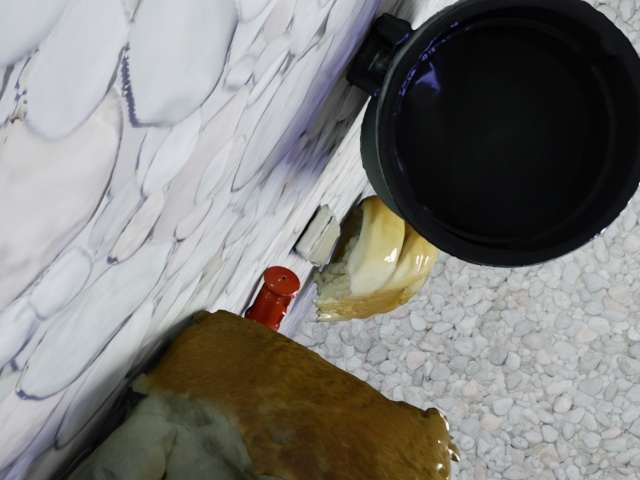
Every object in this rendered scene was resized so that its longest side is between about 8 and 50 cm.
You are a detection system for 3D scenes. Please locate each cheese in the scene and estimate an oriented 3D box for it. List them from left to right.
[{"bbox_3d":[0.003,0.000,1.133,0.085,0.034,0.400,-58,176,-3],"label":"cheese"}]

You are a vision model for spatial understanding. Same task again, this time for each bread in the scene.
[{"bbox_3d":[-0.051,0.188,0.475,0.224,0.250,0.279,-66,170,3],"label":"bread"},{"bbox_3d":[0.127,0.078,1.735,0.328,0.245,0.424,-56,179,-27],"label":"bread"}]

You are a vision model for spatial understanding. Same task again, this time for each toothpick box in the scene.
[{"bbox_3d":[-0.057,0.071,0.827,0.047,0.047,0.083,-54,174,-50],"label":"toothpick box"}]

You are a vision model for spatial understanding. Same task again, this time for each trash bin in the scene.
[{"bbox_3d":[0.152,-0.099,0.662,0.217,0.277,0.262,-58,-176,6],"label":"trash bin"}]
